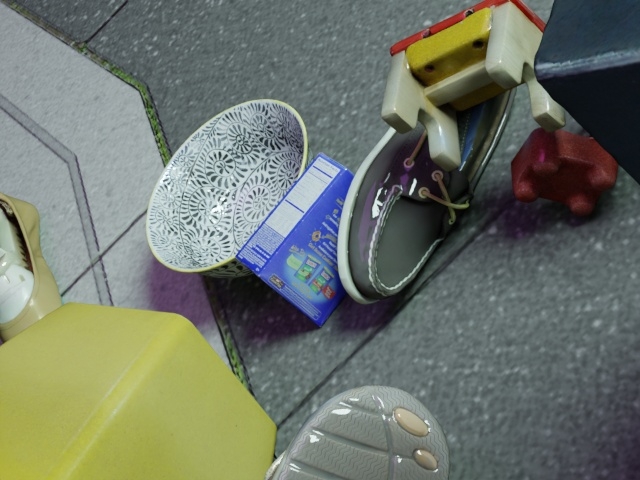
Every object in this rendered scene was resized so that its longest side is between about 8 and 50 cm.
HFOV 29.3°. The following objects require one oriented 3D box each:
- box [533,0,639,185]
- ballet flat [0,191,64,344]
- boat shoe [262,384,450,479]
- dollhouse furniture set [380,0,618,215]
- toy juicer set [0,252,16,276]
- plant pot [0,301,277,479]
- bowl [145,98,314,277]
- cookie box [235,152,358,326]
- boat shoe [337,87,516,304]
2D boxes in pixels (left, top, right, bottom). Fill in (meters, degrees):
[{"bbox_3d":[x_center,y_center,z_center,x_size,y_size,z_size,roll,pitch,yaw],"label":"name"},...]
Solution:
[{"bbox_3d":[0.331,-0.056,0.467,0.293,0.395,0.212,-5,56,48],"label":"box"},{"bbox_3d":[-0.311,0.034,1.216,0.080,0.073,0.232,-40,42,10],"label":"ballet flat"},{"bbox_3d":[-0.036,0.235,0.757,0.324,0.123,0.116,-49,0,-11],"label":"boat shoe"},{"bbox_3d":[0.249,-0.147,0.795,0.374,0.201,0.152,-20,48,37],"label":"dollhouse furniture set"},{"bbox_3d":[-0.346,0.190,1.127,0.209,0.089,0.329,-16,57,48],"label":"toy juicer set"},{"bbox_3d":[-0.158,0.163,0.901,0.212,0.212,0.187,2,49,41],"label":"plant pot"},{"bbox_3d":[-0.059,-0.029,1.045,0.170,0.080,0.170,-22,48,26],"label":"bowl"},{"bbox_3d":[0.000,0.000,0.964,0.107,0.092,0.040,-50,45,-4],"label":"cookie box"},{"bbox_3d":[0.084,-0.053,0.939,0.069,0.081,0.227,1,58,45],"label":"boat shoe"}]
